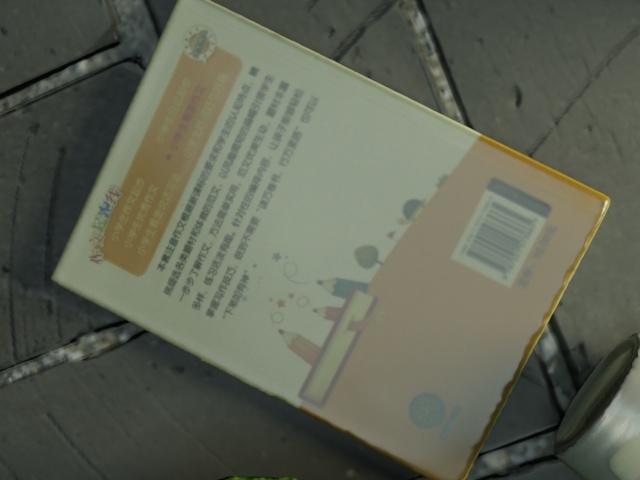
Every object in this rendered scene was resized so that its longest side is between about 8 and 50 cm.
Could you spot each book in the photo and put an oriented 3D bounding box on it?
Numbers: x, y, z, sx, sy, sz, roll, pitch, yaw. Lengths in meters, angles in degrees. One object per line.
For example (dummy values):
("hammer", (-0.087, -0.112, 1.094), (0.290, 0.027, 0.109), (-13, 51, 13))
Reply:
("book", (0.000, 0.000, 0.604), (0.295, 0.020, 0.208), (27, 98, 5))

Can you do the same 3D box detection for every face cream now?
("face cream", (0.271, 0.163, 0.556), (0.269, 0.073, 0.107), (34, 106, 2))

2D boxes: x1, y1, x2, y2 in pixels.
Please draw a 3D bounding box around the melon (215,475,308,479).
("melon", (0.010, 0.289, 0.536), (0.331, 0.226, 0.343), (-45, 75, 20))
